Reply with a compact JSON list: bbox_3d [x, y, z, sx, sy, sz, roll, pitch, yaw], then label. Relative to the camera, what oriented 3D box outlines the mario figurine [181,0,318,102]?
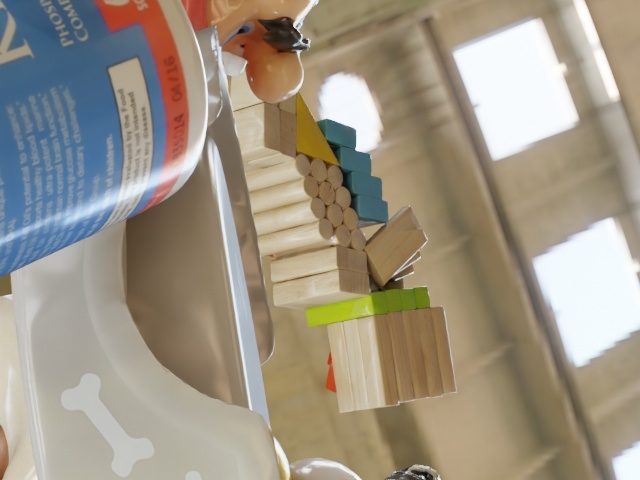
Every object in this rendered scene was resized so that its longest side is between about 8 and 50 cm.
[{"bbox_3d":[0.012,-0.156,1.042,0.170,0.320,0.198,51,162,28],"label":"mario figurine"}]

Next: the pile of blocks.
[{"bbox_3d":[0.000,0.000,1.674,0.149,0.112,0.362,-39,-71,-45],"label":"pile of blocks"}]

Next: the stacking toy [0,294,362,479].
[{"bbox_3d":[-0.148,0.250,1.816,0.480,0.350,0.351,9,-114,-35],"label":"stacking toy"}]

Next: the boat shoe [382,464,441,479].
[{"bbox_3d":[0.071,0.182,1.328,0.038,0.046,0.125,-59,-19,-14],"label":"boat shoe"}]

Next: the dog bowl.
[{"bbox_3d":[-0.071,0.075,0.882,0.349,0.102,0.349,171,90,-88],"label":"dog bowl"}]

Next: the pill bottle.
[{"bbox_3d":[-0.158,-0.032,0.630,0.221,0.124,0.124,-28,-82,-37],"label":"pill bottle"}]
